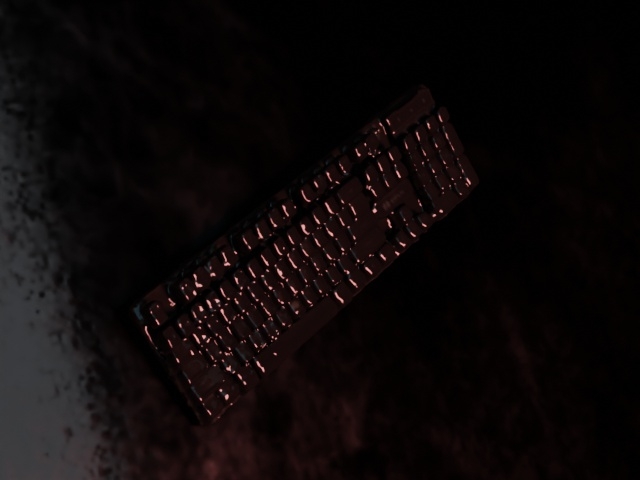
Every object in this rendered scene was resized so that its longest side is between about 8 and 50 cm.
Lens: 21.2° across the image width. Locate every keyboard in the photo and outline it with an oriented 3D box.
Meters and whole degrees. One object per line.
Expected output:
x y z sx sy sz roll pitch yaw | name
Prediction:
0.000 0.000 0.730 0.195 0.018 0.060 -40 105 -35 | keyboard
